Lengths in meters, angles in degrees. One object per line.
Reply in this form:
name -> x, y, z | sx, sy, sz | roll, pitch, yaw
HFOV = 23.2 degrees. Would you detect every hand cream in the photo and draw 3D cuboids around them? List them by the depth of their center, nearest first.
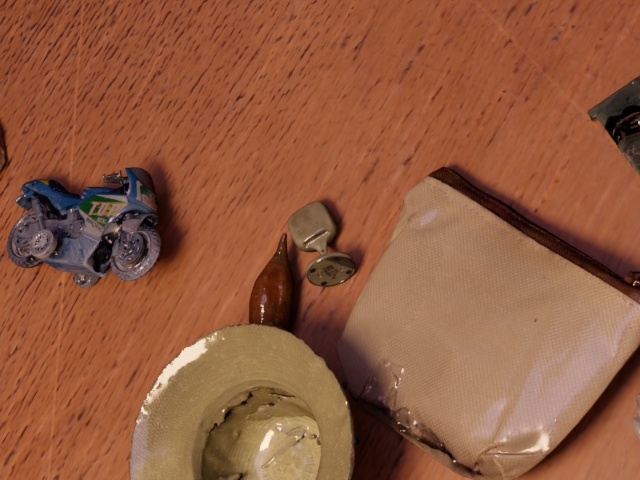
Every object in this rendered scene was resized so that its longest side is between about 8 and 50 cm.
hand cream -> 0.346, -0.055, 1.516 | 0.075, 0.052, 0.248 | -20, 56, -7

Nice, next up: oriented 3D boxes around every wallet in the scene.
wallet -> 0.166, 0.087, 1.551 | 0.335, 0.068, 0.275 | 33, 87, 38

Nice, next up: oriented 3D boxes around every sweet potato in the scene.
sweet potato -> -0.048, 0.049, 1.679 | 0.049, 0.049, 0.117 | 4, 79, 29

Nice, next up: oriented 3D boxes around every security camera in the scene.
security camera -> 0.000, 0.000, 1.677 | 0.058, 0.058, 0.092 | -30, 50, 16

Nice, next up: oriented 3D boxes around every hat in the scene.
hat -> -0.055, 0.221, 1.579 | 0.257, 0.130, 0.257 | -8, 71, 25

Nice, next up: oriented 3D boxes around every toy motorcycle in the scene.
toy motorcycle -> -0.267, -0.023, 1.798 | 0.254, 0.092, 0.136 | 5, 67, 38

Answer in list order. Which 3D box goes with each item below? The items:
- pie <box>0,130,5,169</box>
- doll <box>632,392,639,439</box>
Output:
pie -> -0.487, -0.133, 1.969 | 0.185, 0.052, 0.218 | -21, 67, 19
doll -> 0.336, 0.186, 1.424 | 0.094, 0.079, 0.180 | -10, 74, -6
